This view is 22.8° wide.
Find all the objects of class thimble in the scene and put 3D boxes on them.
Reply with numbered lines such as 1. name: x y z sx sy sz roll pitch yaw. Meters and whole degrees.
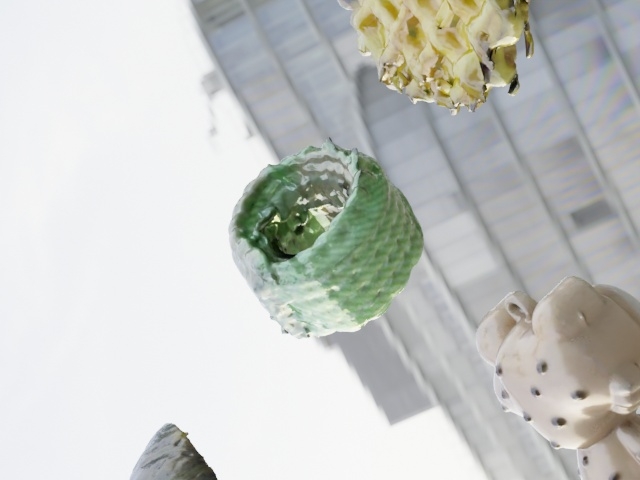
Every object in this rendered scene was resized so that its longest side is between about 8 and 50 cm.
1. thimble: 0.000 0.000 1.849 0.150 0.219 0.219 51 -157 -39

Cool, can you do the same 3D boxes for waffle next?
1. waffle: 0.111 -0.327 1.724 0.382 0.095 0.380 -155 55 -63

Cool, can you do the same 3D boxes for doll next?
1. doll: 0.230 0.151 1.275 0.119 0.154 0.278 -39 -70 -25

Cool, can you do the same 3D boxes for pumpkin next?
1. pumpkin: -0.235 0.363 2.276 0.169 0.148 0.312 61 158 7
